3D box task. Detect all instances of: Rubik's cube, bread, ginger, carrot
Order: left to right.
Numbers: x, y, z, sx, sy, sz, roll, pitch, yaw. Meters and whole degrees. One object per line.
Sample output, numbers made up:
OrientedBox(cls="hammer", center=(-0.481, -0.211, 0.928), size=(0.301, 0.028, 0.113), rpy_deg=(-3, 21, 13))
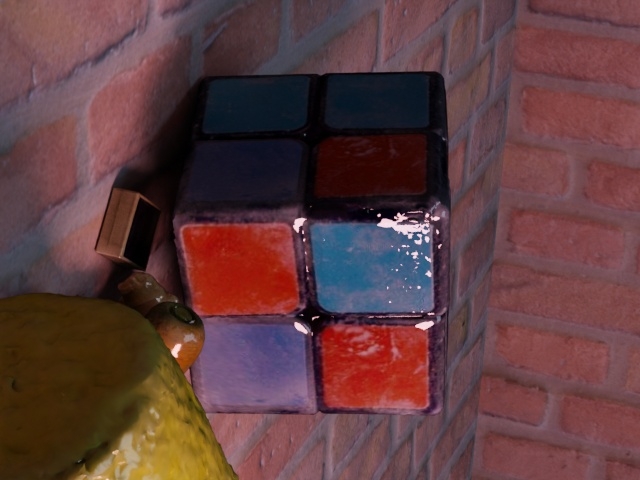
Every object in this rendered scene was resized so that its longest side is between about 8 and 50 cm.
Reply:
OrientedBox(cls="bread", center=(-0.256, 0.227, 1.496), size=(0.308, 0.348, 0.348), rpy_deg=(70, 34, -40))
OrientedBox(cls="carrot", center=(-0.216, 0.195, 1.905), size=(0.298, 0.078, 0.078), rpy_deg=(-61, 171, 28))
OrientedBox(cls="ginger", center=(-0.215, 0.160, 1.960), size=(0.075, 0.089, 0.288), rpy_deg=(-99, -164, -54))
OrientedBox(cls="Rubik's cube", center=(0.000, 0.000, 2.019), size=(0.316, 0.318, 0.313), rpy_deg=(-86, 174, -54))

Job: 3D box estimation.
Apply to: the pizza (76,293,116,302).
OrientedBox(cls="pizza", center=(-0.270, 0.126, 1.787), size=(0.226, 0.069, 0.147), rpy_deg=(37, 74, -79))

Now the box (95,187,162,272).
OrientedBox(cls="box", center=(-0.217, -0.011, 1.908), size=(0.083, 0.035, 0.079), rpy_deg=(38, 65, -69))
